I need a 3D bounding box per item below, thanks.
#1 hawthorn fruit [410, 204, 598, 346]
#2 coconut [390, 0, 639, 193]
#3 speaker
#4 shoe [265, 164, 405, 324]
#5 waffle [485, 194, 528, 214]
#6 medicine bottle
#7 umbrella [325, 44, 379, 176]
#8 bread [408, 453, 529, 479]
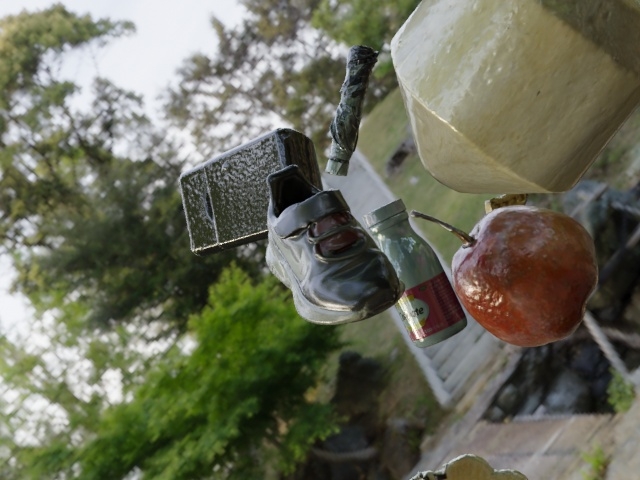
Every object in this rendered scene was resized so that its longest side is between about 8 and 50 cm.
[{"bbox_3d":[0.323,0.057,1.529,0.262,0.232,0.235,0,-4,-33],"label":"hawthorn fruit"},{"bbox_3d":[0.161,-0.138,0.796,0.222,0.202,0.202,-54,-10,24],"label":"coconut"},{"bbox_3d":[-0.113,-0.085,1.813,0.184,0.180,0.388,-8,-5,-42],"label":"speaker"},{"bbox_3d":[0.000,0.000,0.923,0.099,0.112,0.227,-21,22,-16],"label":"shoe"},{"bbox_3d":[0.359,-0.047,1.756,0.023,0.098,0.152,-11,9,45],"label":"waffle"},{"bbox_3d":[0.137,0.048,1.419,0.090,0.217,0.090,-26,-1,0],"label":"medicine bottle"},{"bbox_3d":[0.039,-0.185,1.348,0.050,0.046,0.188,12,-86,-46],"label":"umbrella"},{"bbox_3d":[0.300,0.574,1.884,0.316,0.316,0.054,-52,-5,6],"label":"bread"}]
